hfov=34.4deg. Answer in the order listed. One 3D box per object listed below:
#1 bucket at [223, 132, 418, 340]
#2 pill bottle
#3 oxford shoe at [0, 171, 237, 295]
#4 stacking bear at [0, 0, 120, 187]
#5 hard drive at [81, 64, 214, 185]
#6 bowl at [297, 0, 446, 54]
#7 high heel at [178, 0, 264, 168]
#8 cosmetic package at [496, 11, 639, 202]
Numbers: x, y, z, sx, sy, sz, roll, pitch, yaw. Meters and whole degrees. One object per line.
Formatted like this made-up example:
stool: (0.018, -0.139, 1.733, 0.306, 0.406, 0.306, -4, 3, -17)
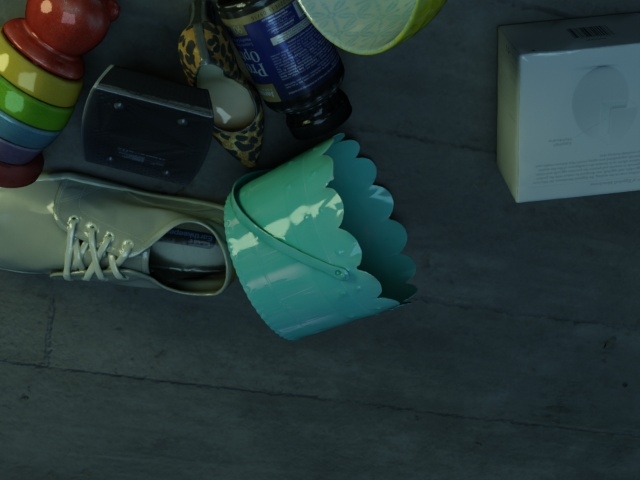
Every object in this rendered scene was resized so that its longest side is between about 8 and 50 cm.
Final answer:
bucket: (0.000, 0.000, 1.472, 0.183, 0.281, 0.281, -23, 119, 17)
pill bottle: (-0.041, -0.252, 1.406, 0.123, 0.123, 0.219, -23, 118, 8)
oxford shoe: (-0.321, 0.000, 1.524, 0.449, 0.130, 0.169, 6, 121, -7)
stacking bear: (-0.385, -0.227, 1.379, 0.175, 0.164, 0.289, 32, 108, -20)
hard drive: (-0.235, -0.154, 1.406, 0.172, 0.054, 0.254, 13, 160, -11)
bowl: (0.085, -0.377, 1.227, 0.156, 0.289, 0.289, -21, 125, -30)
high heel: (-0.132, -0.182, 1.400, 0.093, 0.186, 0.261, -16, 120, 3)
cosmetic package: (0.373, -0.189, 1.468, 0.224, 0.138, 0.224, -6, 118, -2)
